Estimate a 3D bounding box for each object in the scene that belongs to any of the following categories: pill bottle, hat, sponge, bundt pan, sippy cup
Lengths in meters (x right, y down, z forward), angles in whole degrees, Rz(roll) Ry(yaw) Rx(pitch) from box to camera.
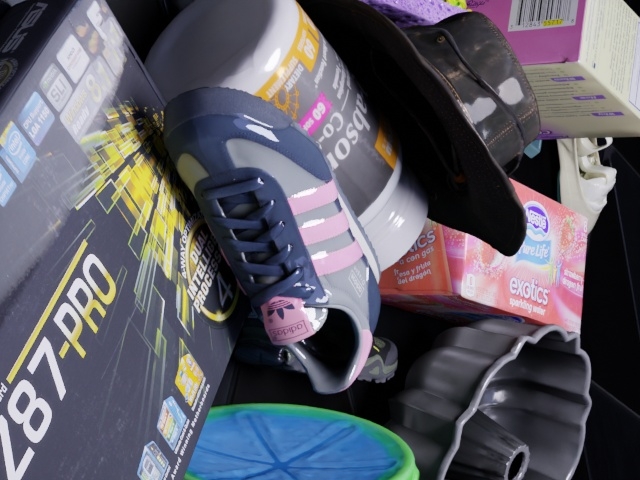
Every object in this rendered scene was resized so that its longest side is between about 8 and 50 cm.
[{"bbox_3d":[-0.023,-0.092,1.219,0.278,0.162,0.162,46,54,-39],"label":"pill bottle"},{"bbox_3d":[0.119,-0.146,1.281,0.134,0.331,0.331,-40,127,-10],"label":"hat"},{"bbox_3d":[0.055,-0.236,1.378,0.210,0.117,0.031,8,81,-54],"label":"sponge"},{"bbox_3d":[0.168,0.231,1.490,0.331,0.124,0.330,-29,129,-44],"label":"bundt pan"},{"bbox_3d":[-0.040,0.285,1.175,0.305,0.240,0.224,0,103,-16],"label":"sippy cup"}]

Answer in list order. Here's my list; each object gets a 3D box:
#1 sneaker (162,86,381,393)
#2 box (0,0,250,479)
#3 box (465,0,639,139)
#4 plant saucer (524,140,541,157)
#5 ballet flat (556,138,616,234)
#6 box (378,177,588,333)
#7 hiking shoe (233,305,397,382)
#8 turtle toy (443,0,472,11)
[{"bbox_3d":[-0.030,0.008,1.103,0.319,0.112,0.131,51,34,-44],"label":"sneaker"},{"bbox_3d":[-0.195,0.048,0.992,0.318,0.097,0.395,59,34,-32],"label":"box"},{"bbox_3d":[0.267,-0.214,1.589,0.243,0.214,0.117,26,69,-51],"label":"box"},{"bbox_3d":[0.289,-0.211,1.790,0.067,0.018,0.192,29,68,-51],"label":"plant saucer"},{"bbox_3d":[0.366,-0.113,1.843,0.086,0.086,0.248,-32,116,-50],"label":"ballet flat"},{"bbox_3d":[0.180,0.014,1.530,0.300,0.142,0.154,20,73,-53],"label":"box"},{"bbox_3d":[0.010,0.081,1.341,0.227,0.086,0.114,15,81,-53],"label":"hiking shoe"},{"bbox_3d":[0.117,-0.279,1.490,0.066,0.095,0.130,-82,153,-42],"label":"turtle toy"}]
